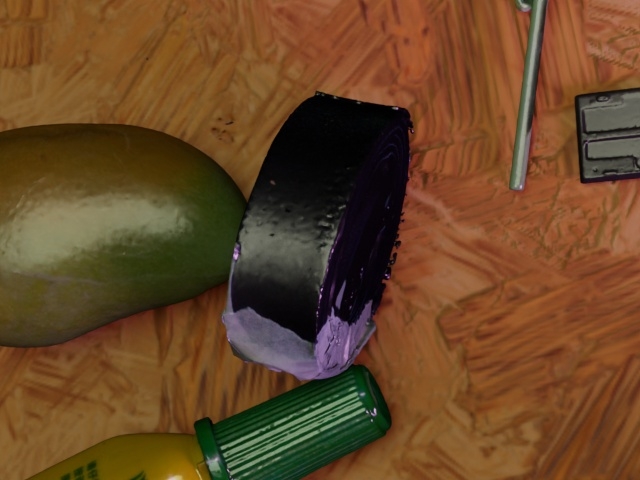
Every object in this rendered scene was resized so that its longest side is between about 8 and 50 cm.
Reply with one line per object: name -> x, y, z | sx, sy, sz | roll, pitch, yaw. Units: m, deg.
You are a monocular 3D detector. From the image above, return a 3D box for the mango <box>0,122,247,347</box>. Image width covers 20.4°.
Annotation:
mango -> -0.171, -0.009, 1.252 | 0.251, 0.114, 0.156 | -11, 70, 15

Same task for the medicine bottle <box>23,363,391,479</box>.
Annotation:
medicine bottle -> -0.096, 0.171, 1.216 | 0.309, 0.076, 0.111 | -27, 69, 10

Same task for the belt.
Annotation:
belt -> 0.000, 0.000, 1.180 | 0.078, 0.151, 0.198 | 13, 61, 17

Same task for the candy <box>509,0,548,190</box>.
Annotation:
candy -> 0.155, -0.177, 1.220 | 0.084, 0.078, 0.288 | 6, 89, 5

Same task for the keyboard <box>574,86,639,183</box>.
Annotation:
keyboard -> 0.273, -0.078, 1.191 | 0.202, 0.011, 0.067 | -6, 77, 15
